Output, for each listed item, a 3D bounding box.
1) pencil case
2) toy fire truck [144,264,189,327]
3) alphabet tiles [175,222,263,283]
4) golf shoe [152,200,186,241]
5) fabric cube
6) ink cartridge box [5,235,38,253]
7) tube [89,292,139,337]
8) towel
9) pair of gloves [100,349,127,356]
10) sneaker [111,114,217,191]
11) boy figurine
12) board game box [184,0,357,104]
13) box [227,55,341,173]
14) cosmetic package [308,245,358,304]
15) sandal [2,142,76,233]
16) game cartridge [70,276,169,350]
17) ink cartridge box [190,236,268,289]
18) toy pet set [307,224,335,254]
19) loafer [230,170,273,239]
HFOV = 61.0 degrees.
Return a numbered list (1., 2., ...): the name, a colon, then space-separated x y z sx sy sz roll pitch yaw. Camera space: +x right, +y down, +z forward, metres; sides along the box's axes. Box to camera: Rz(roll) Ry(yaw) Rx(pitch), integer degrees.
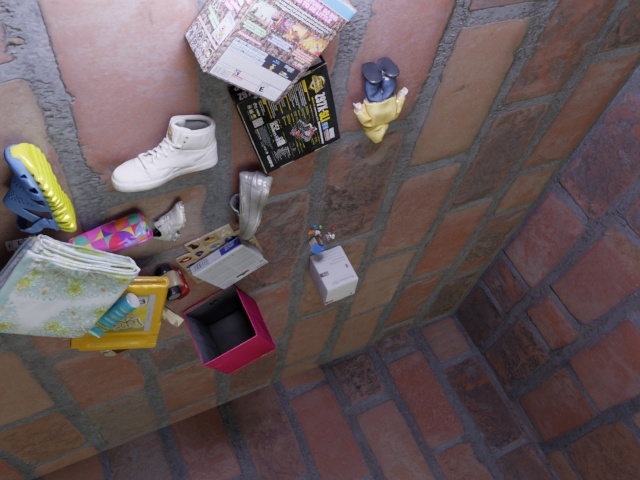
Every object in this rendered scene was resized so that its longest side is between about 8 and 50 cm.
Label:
1. pencil case: -0.619 0.000 1.604 0.236 0.104 0.104 -26 152 -5
2. toy fire truck: -0.565 0.219 1.991 0.217 0.158 0.246 -31 164 4
3. alphabet tiles: -0.367 0.055 2.018 0.285 0.011 0.342 -25 152 -4
4. golf shoe: -0.471 -0.054 1.684 0.086 0.069 0.176 -1 141 -32
5. fabric cube: -0.378 0.380 2.294 0.254 0.259 0.258 -30 154 2
6. ink cartridge box: -0.831 0.019 1.519 0.083 0.028 0.048 -12 148 -27
7. tube: -0.671 0.241 1.736 0.207 0.052 0.080 -34 121 17
8. towel: -0.746 0.152 1.542 0.374 0.090 0.321 -43 141 22
9. pair of gloves: -0.801 0.384 2.150 0.204 0.042 0.240 -24 150 -1
10. sneaker: -0.405 -0.238 1.401 0.293 0.108 0.169 -25 152 -26
11. boy figurine: 0.181 -0.411 1.640 0.177 0.092 0.285 -24 153 -9
12. board game box: -0.112 -0.482 1.200 0.291 0.141 0.232 -43 149 26
13. box: -0.088 -0.350 1.517 0.257 0.079 0.322 -28 152 -4
14. cosmetic package: 0.053 0.152 2.373 0.151 0.183 0.151 -20 151 -16
15. sandal: -0.706 -0.107 1.327 0.138 0.126 0.317 -15 149 -15
16. game cartridge: -0.671 0.248 1.803 0.286 0.052 0.323 2 128 -26
17. ink cartridge box: -0.337 0.089 2.040 0.223 0.045 0.224 -31 153 8
18. toy pet set: 0.000 0.000 2.196 0.122 0.065 0.114 3 139 -44
19. loafer: -0.237 -0.115 1.769 0.112 0.112 0.319 18 140 -6
